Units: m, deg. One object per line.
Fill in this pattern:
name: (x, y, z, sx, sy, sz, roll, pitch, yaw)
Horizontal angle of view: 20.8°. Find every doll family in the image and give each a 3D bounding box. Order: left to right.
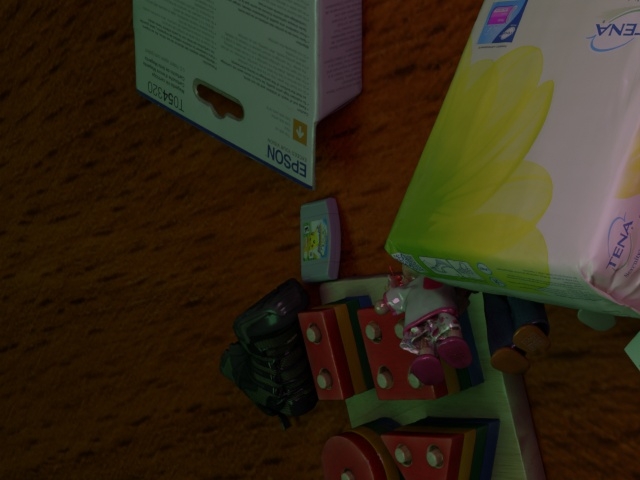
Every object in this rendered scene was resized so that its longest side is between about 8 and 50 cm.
doll family: (0.174, 0.018, 1.410, 0.263, 0.118, 0.163, -35, 37, 27)

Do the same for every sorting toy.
sorting toy: (0.082, 0.163, 1.664, 0.257, 0.089, 0.255, -7, 97, 55)

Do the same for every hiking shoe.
hiking shoe: (-0.034, 0.121, 1.821, 0.114, 0.086, 0.227, 48, 157, 11)

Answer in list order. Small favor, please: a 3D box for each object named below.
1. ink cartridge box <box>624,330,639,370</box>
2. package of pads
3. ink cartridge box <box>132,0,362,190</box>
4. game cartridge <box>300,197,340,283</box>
ink cartridge box: (0.298, 0.111, 1.391, 0.115, 0.029, 0.063, 57, 142, 24)
package of pads: (0.196, -0.096, 1.269, 0.229, 0.101, 0.296, 9, 75, 53)
ink cartridge box: (-0.079, -0.258, 1.736, 0.324, 0.071, 0.330, 31, 131, 44)
game cartridge: (0.000, 0.000, 1.758, 0.056, 0.017, 0.083, -11, 77, 52)
